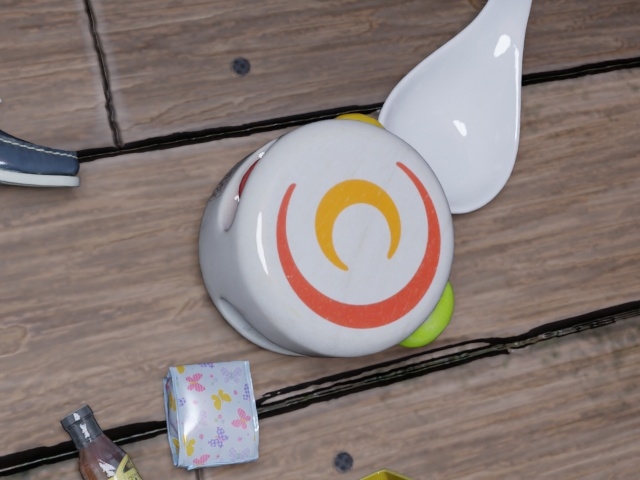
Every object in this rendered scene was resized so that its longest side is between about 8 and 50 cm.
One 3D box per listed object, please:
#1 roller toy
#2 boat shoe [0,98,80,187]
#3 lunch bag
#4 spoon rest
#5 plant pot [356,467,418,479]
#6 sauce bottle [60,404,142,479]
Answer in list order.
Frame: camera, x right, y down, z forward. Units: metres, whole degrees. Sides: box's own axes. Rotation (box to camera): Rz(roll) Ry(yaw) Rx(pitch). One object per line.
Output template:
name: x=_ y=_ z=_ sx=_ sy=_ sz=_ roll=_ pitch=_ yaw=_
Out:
roller toy: x=0.000 y=0.000 z=0.874 sx=0.191 sy=0.146 sz=0.209 roll=-12 pitch=89 yaw=-24
boat shoe: x=-0.317 y=-0.094 z=0.839 sx=0.254 sy=0.095 sz=0.079 roll=11 pitch=84 yaw=-4
lunch bag: x=-0.091 y=0.146 z=0.861 sx=0.071 sy=0.053 sz=0.083 roll=-4 pitch=68 yaw=-19
spoon rest: x=0.142 y=-0.154 z=0.989 sx=0.137 sy=0.084 sz=0.276 roll=25 pitch=70 yaw=-9
plant pot: x=0.049 y=0.249 z=0.863 sx=0.081 sy=0.081 sz=0.083 roll=-21 pitch=95 yaw=-20
sauce bottle: x=-0.166 y=0.193 z=0.832 sx=0.042 sy=0.042 sz=0.128 roll=-30 pitch=88 yaw=-21
